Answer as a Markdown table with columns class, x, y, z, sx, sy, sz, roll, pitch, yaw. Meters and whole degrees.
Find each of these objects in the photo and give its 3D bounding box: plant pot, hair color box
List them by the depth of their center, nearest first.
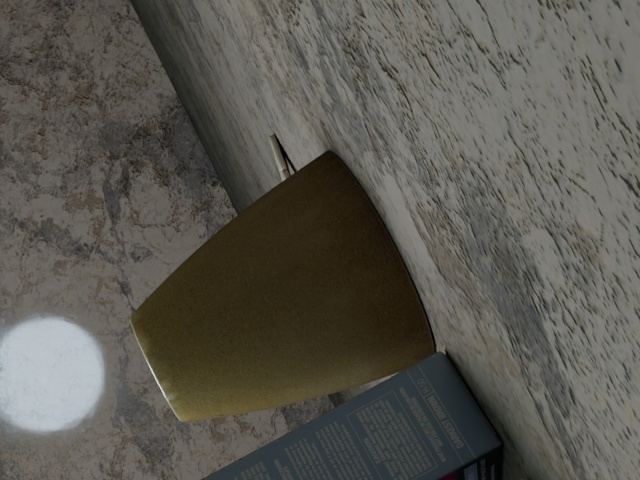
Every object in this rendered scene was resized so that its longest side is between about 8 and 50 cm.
| class | x | y | z | sx | sy | sz | roll | pitch | yaw |
| --- | --- | --- | --- | --- | --- | --- | --- | --- | --- |
| hair color box | -0.015 | 0.269 | 1.034 | 0.114 | 0.374 | 0.185 | 59 | 173 | 31 |
| plant pot | -0.053 | 0.070 | 1.091 | 0.237 | 0.254 | 0.237 | 62 | 173 | 14 |

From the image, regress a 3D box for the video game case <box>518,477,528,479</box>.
| class | x | y | z | sx | sy | sz | roll | pitch | yaw |
| --- | --- | --- | --- | --- | --- | --- | --- | --- | --- |
| video game case | 0.113 | 0.361 | 0.861 | 0.244 | 0.269 | 0.061 | 59 | 173 | 35 |

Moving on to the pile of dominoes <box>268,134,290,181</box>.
| class | x | y | z | sx | sy | sz | roll | pitch | yaw |
| --- | --- | --- | --- | --- | --- | --- | --- | --- | --- |
| pile of dominoes | 0.000 | 0.000 | 1.461 | 0.196 | 0.040 | 0.251 | 75 | 175 | -63 |
